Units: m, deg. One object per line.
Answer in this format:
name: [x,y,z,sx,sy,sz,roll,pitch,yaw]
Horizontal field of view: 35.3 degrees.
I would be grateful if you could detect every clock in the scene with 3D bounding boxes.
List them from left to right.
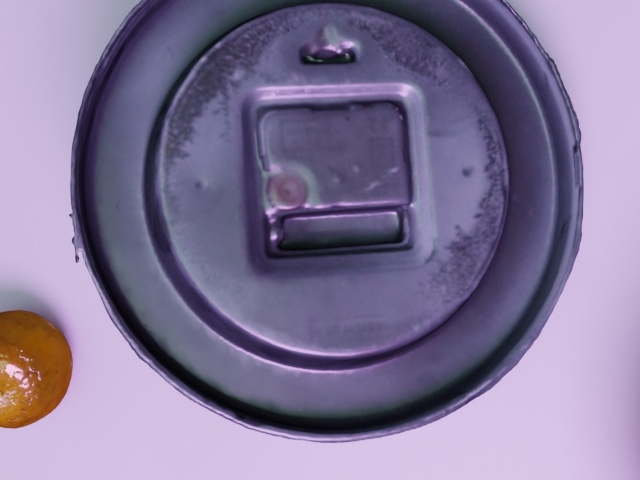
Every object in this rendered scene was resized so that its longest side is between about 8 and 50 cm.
clock: [0.005,-0.034,0.617,0.312,0.061,0.313,1,86,-9]

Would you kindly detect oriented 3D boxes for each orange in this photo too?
orange: [-0.216,0.089,0.707,0.083,0.070,0.083,1,109,3]
